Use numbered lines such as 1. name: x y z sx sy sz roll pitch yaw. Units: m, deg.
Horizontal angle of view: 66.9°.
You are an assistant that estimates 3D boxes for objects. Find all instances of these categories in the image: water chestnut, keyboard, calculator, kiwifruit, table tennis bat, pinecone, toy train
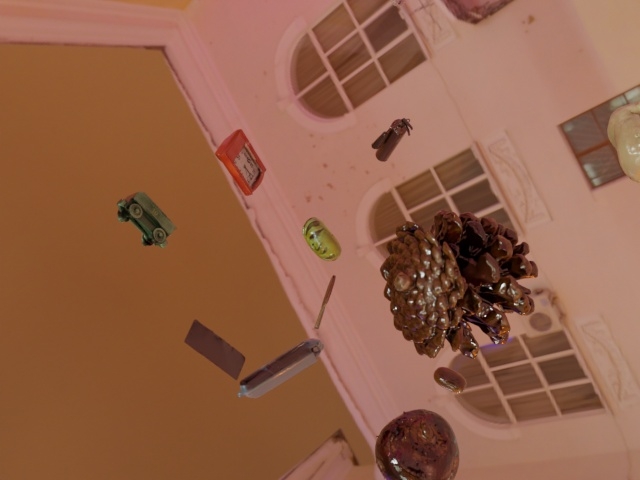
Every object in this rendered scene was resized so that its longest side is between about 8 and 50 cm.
1. water chestnut: 0.255 0.573 1.291 0.223 0.238 0.224 16 -133 -18
2. keyboard: -0.279 0.293 1.291 0.196 0.015 0.074 46 -134 -28
3. calculator: -0.117 0.386 1.449 0.051 0.292 0.173 56 172 21
4. kiwifruit: 0.481 0.518 1.806 0.075 0.124 0.075 -39 -39 -40
5. table tennis bat: 0.012 0.166 1.321 0.013 0.087 0.157 21 -113 -4
6. pinecone: 0.242 0.069 0.820 0.264 0.264 0.265 30 -133 -38
7. toy train: -0.466 -0.057 1.301 0.172 0.070 0.100 54 -140 -31

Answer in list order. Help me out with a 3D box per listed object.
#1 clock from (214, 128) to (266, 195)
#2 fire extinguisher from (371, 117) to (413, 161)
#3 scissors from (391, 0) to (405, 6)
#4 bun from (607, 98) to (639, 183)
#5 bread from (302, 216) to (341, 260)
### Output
1. clock: -0.222 -0.213 1.355 0.155 0.061 0.113 58 -141 -36
2. fire extinguisher: 0.120 -0.181 0.862 0.048 0.173 0.035 12 -102 -3
3. scissors: 0.186 -0.654 1.090 0.118 0.030 0.242 -56 -26 -14
4. bun: 0.775 -0.238 1.114 0.229 0.145 0.230 6 -125 -9
5. bread: 0.000 0.000 1.383 0.139 0.071 0.130 55 174 -10
